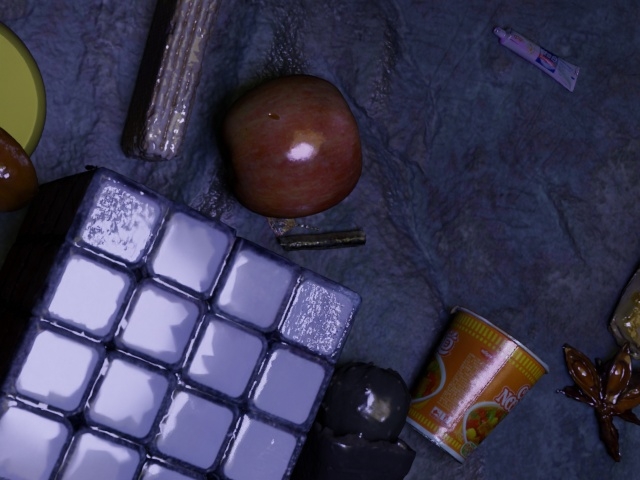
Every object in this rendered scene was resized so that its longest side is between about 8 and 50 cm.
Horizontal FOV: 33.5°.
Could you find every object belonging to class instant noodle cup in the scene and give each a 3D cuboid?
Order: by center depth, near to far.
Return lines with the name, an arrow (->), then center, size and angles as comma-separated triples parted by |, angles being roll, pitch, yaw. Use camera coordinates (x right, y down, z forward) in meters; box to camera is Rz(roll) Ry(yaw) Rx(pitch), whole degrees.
instant noodle cup -> 0.211, 0.215, 1.539 | 0.168, 0.168, 0.185 | 40, 83, -20

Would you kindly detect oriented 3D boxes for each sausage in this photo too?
sausage -> -0.439, -0.139, 1.242 | 0.109, 0.109, 0.270 | -46, 107, -17

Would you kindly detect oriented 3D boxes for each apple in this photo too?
apple -> -0.041, -0.120, 1.395 | 0.174, 0.188, 0.188 | -15, 97, -13

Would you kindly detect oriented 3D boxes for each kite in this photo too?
kite -> -0.040, -0.030, 1.495 | 0.078, 0.002, 0.044 | -10, 95, -22

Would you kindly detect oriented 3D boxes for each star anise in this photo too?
star anise -> 0.469, 0.235, 1.691 | 0.157, 0.053, 0.212 | -39, 98, 1

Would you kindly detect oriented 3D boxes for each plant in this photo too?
plant -> 0.037, 0.289, 1.449 | 0.142, 0.164, 0.255 | 18, 85, -22

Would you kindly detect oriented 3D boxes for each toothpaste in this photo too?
toothpaste -> 0.335, -0.286, 1.645 | 0.170, 0.028, 0.045 | 26, 74, -24

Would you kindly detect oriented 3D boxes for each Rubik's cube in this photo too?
Rubik's cube -> -0.211, 0.138, 1.235 | 0.337, 0.344, 0.343 | 26, 82, -21

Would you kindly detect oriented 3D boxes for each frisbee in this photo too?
frisbee -> -0.453, -0.172, 1.299 | 0.236, 0.017, 0.235 | -1, 92, -24

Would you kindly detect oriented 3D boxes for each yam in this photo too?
yam -> 0.000, 0.000, 1.503 | 0.130, 0.033, 0.027 | -4, 120, -20

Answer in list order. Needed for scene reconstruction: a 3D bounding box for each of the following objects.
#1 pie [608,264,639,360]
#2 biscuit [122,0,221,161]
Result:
pie -> 0.572, 0.061, 1.739 | 0.129, 0.068, 0.282 | 41, 72, -17
biscuit -> -0.190, -0.217, 1.366 | 0.062, 0.108, 0.238 | 16, 85, -26
